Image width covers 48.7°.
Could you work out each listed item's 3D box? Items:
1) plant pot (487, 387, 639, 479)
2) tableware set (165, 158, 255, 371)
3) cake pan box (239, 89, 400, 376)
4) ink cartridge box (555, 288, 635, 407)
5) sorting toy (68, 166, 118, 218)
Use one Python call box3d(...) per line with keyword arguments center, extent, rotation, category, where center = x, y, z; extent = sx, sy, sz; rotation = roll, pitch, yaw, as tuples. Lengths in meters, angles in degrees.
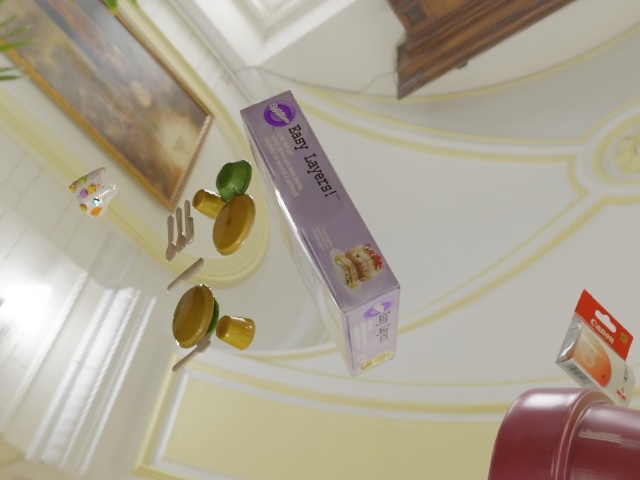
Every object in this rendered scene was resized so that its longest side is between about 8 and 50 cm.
box3d(center=(0.244, 0.208, 0.510), extent=(0.180, 0.201, 0.201), rotation=(-9, -138, 38), category="plant pot")
box3d(center=(-0.074, 0.015, 0.520), extent=(0.104, 0.024, 0.154), rotation=(-39, -135, 30), category="tableware set")
box3d(center=(0.000, 0.000, 0.792), extent=(0.070, 0.245, 0.267), rotation=(-24, -116, -8), category="cake pan box")
box3d(center=(0.496, 0.188, 1.233), extent=(0.179, 0.145, 0.045), rotation=(-54, -168, -32), category="ink cartridge box")
box3d(center=(-0.409, -0.094, 1.287), extent=(0.075, 0.083, 0.045), rotation=(-33, 175, 9), category="sorting toy")
